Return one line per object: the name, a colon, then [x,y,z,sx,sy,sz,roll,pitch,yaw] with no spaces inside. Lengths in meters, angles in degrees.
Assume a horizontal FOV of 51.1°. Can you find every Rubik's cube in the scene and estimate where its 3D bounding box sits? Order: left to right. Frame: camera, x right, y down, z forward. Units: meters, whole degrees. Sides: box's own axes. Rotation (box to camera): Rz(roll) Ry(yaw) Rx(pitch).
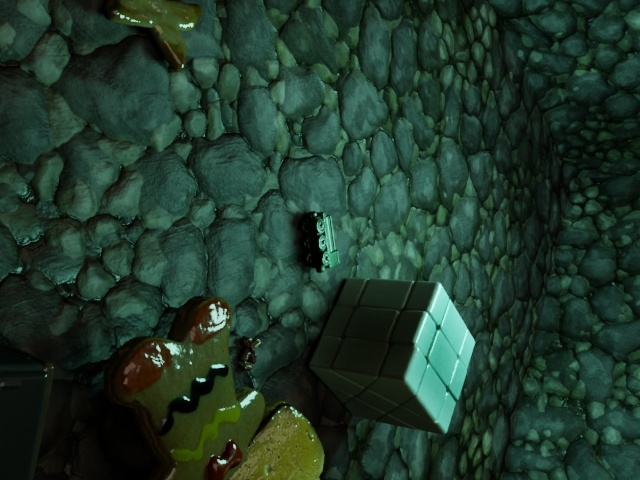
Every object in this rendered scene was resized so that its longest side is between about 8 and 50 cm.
Rubik's cube: [0.212,0.321,1.909,0.322,0.319,0.316,53,51,-39]

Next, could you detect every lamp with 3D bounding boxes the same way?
lamp: [-0.177,0.280,1.648,0.063,0.031,0.083,25,76,-48]

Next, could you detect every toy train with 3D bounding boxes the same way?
toy train: [0.000,0.000,1.837,0.111,0.071,0.170,-24,109,-59]

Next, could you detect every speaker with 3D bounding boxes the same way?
speaker: [-0.548,0.289,1.054,0.153,0.192,0.230,12,85,-52]

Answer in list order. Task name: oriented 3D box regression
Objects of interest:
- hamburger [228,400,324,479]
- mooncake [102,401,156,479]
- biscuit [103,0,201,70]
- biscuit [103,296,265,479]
hamburger: [-0.134,0.542,1.590,0.304,0.174,0.284,-45,124,-42]
mooncake: [-0.323,0.380,1.390,0.245,0.133,0.245,-4,94,-59]
biscuit: [-0.347,-0.475,1.397,0.208,0.047,0.164,32,67,-47]
biscuit: [-0.237,0.325,1.328,0.368,0.076,0.394,-35,120,-52]
